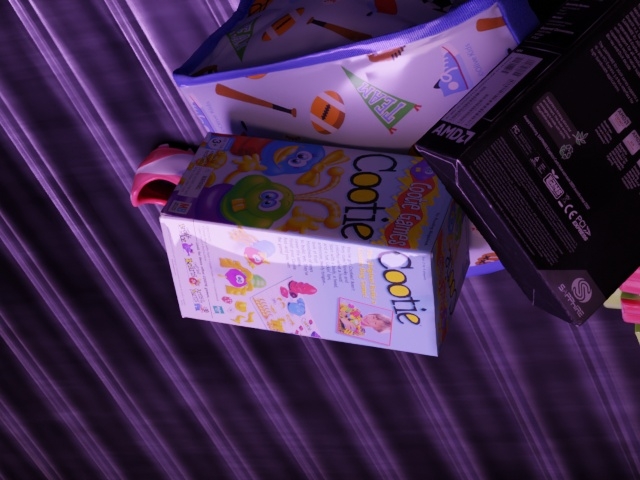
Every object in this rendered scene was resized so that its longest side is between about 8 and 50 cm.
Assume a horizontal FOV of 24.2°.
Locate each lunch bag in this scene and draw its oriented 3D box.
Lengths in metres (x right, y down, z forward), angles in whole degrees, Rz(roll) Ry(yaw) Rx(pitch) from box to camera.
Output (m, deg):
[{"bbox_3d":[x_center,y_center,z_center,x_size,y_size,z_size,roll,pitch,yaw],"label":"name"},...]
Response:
[{"bbox_3d":[0.101,-0.134,1.602,0.385,0.239,0.328,-4,131,39],"label":"lunch bag"}]

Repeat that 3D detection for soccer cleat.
[{"bbox_3d":[-0.118,-0.063,1.881,0.248,0.095,0.083,9,137,17],"label":"soccer cleat"}]

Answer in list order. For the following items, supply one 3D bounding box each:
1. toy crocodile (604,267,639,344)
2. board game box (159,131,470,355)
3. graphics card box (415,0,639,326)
[{"bbox_3d":[0.379,0.016,1.719,0.115,0.105,0.340,6,135,20],"label":"toy crocodile"},{"bbox_3d":[0.000,0.000,1.507,0.275,0.142,0.144,8,134,17],"label":"board game box"},{"bbox_3d":[0.296,-0.126,1.438,0.233,0.371,0.094,50,169,-27],"label":"graphics card box"}]
